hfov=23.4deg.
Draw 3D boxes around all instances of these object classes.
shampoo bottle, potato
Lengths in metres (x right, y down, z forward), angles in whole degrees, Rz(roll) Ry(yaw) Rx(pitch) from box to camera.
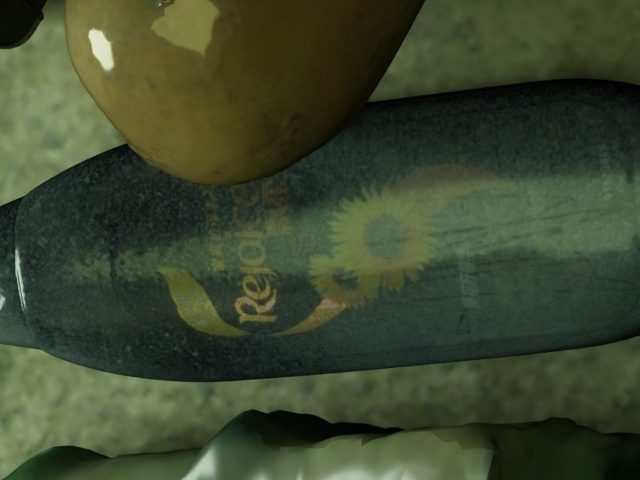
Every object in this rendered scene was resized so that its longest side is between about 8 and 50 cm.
[{"bbox_3d":[0.000,0.000,0.503,0.234,0.049,0.087,-6,99,9],"label":"shampoo bottle"},{"bbox_3d":[-0.020,-0.084,0.445,0.112,0.147,0.112,15,140,13],"label":"potato"}]

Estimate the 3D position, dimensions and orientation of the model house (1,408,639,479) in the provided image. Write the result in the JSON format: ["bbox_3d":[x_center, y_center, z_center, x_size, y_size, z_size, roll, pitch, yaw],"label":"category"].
[{"bbox_3d":[-0.012,0.209,0.481,0.284,0.243,0.298,-7,76,34],"label":"model house"}]

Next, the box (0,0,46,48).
[{"bbox_3d":[-0.169,-0.148,0.438,0.227,0.162,0.130,32,95,-1],"label":"box"}]
